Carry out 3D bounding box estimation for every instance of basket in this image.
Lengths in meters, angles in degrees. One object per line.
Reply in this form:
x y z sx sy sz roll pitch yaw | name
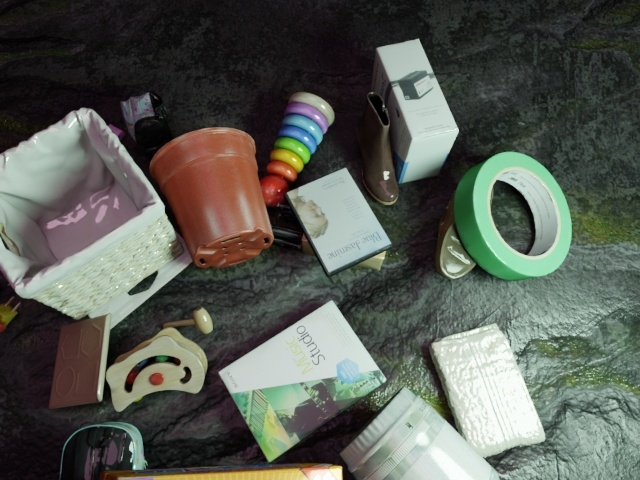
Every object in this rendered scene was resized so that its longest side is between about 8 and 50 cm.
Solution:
-0.541 -0.052 1.119 0.331 0.266 0.328 -36 72 -14 | basket

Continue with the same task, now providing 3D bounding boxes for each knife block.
0.000 0.000 1.270 0.242 0.088 0.275 -29 71 -11 | knife block

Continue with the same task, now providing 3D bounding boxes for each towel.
0.382 0.347 1.148 0.187 0.049 0.282 -13 69 -5 | towel

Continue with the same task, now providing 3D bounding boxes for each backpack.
-0.489 -0.336 1.380 0.115 0.152 0.182 -17 56 -17 | backpack
-0.452 0.477 1.029 0.166 0.144 0.188 -2 81 -2 | backpack

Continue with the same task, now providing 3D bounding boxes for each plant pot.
-0.251 -0.089 1.210 0.272 0.272 0.265 -19 71 -8 | plant pot

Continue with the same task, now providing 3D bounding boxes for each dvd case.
0.041 -0.051 1.231 0.180 0.022 0.253 -24 69 -11 | dvd case

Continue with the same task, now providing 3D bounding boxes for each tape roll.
0.489 -0.061 1.239 0.321 0.077 0.321 6 74 -22 | tape roll

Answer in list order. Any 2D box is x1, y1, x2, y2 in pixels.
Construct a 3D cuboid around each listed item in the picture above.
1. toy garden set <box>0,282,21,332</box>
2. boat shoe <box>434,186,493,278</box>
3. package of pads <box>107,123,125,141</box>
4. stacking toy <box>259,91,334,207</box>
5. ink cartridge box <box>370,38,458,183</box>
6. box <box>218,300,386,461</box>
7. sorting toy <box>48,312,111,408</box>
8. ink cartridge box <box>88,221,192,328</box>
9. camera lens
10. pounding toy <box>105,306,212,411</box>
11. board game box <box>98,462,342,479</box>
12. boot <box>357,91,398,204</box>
-0.798 0.101 1.242 0.204 0.049 0.244 33 70 15 | toy garden set
0.364 -0.026 1.278 0.111 0.104 0.307 33 66 -9 | boat shoe
-0.610 -0.292 1.417 0.050 0.032 0.083 27 69 13 | package of pads
-0.084 -0.240 1.360 0.141 0.141 0.330 22 75 8 | stacking toy
0.242 -0.349 1.346 0.129 0.223 0.307 -13 68 -5 | ink cartridge box
-0.043 0.321 1.149 0.322 0.058 0.232 -32 71 -12 | box
-0.544 0.278 1.124 0.208 0.038 0.193 -18 63 31 | sorting toy
-0.497 0.056 1.252 0.296 0.066 0.261 -41 74 -16 | ink cartridge box
0.203 0.469 1.000 0.219 0.219 0.274 -41 73 -16 | camera lens
-0.352 0.285 1.155 0.269 0.155 0.154 -31 99 -3 | pounding toy
-0.193 0.573 0.818 0.357 0.356 0.356 9 64 -24 | board game box
0.155 -0.239 1.307 0.090 0.207 0.248 -14 68 -6 | boot
